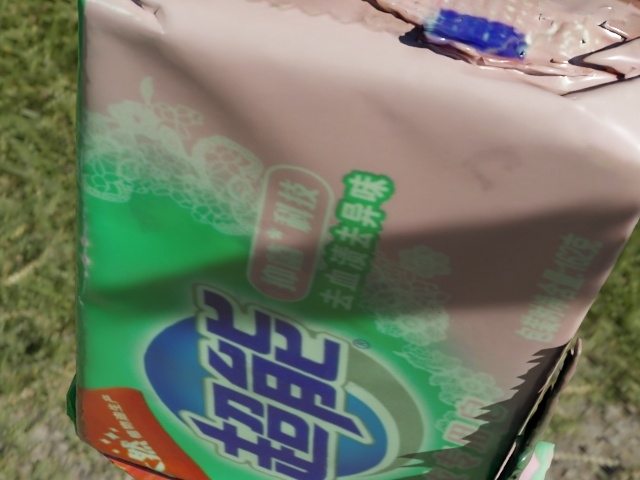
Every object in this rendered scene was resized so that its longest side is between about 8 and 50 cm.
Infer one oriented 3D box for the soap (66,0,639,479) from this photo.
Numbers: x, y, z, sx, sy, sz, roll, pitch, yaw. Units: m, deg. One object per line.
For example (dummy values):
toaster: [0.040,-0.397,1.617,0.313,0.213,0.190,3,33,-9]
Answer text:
soap: [0.001,-0.002,0.472,0.218,0.273,0.098,21,54,4]
